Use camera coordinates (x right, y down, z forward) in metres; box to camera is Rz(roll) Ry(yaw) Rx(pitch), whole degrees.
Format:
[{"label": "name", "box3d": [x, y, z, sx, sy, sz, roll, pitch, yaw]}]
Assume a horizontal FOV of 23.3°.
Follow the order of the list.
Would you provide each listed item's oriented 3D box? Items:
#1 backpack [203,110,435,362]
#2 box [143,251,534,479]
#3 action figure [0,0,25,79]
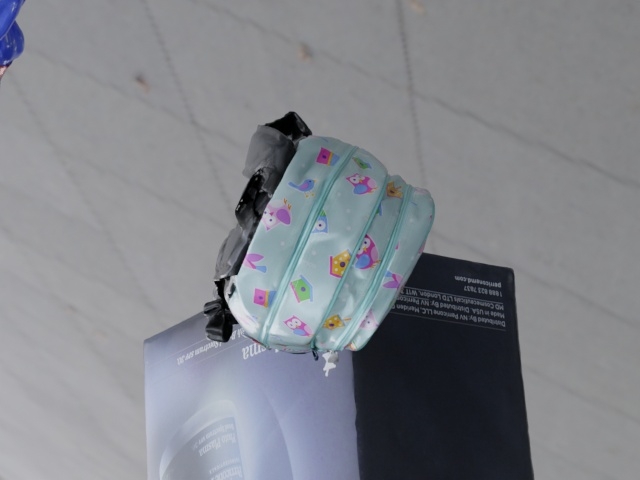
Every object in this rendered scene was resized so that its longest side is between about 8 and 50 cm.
[{"label": "backpack", "box3d": [0.000, 0.000, 0.917, 0.115, 0.152, 0.182, 18, 175, -1]}, {"label": "box", "box3d": [0.008, 0.188, 1.211, 0.182, 0.294, 0.296, 9, 156, -35]}, {"label": "action figure", "box3d": [-0.223, -0.181, 0.956, 0.139, 0.091, 0.280, 29, 132, -14]}]
